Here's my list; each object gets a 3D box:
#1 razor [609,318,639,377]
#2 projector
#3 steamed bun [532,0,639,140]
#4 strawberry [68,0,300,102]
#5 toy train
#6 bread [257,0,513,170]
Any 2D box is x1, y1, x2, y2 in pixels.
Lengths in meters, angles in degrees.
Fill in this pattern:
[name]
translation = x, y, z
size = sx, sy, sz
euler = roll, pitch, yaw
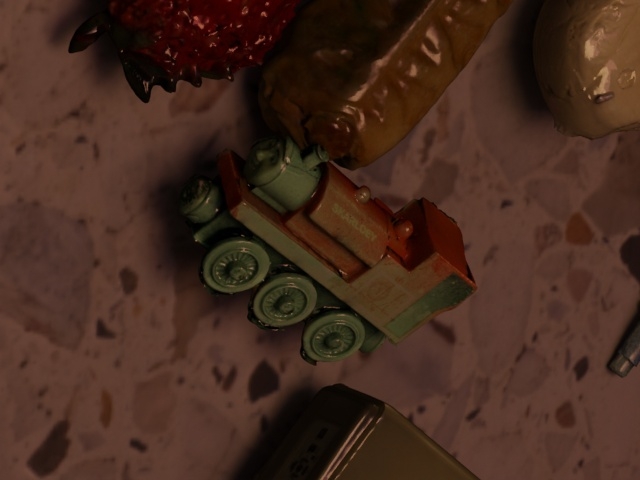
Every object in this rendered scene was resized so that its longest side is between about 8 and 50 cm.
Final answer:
[razor]
translation = 0.255, 0.043, 1.433
size = 0.040, 0.068, 0.135
euler = 38, 88, -34
[projector]
translation = 0.000, 0.245, 1.254
size = 0.193, 0.088, 0.269
euler = 42, 75, -37
[steamed bun]
translation = 0.192, -0.132, 1.316
size = 0.130, 0.091, 0.112
euler = -32, 115, -30
[strawberry]
translation = -0.055, -0.161, 1.128
size = 0.192, 0.085, 0.140
euler = -19, 109, -35
[toy train]
translation = 0.000, 0.000, 1.183
size = 0.118, 0.074, 0.176
euler = -37, 127, 17
[bread]
translation = 0.061, -0.157, 1.213
size = 0.269, 0.087, 0.098
euler = -53, 128, -15
